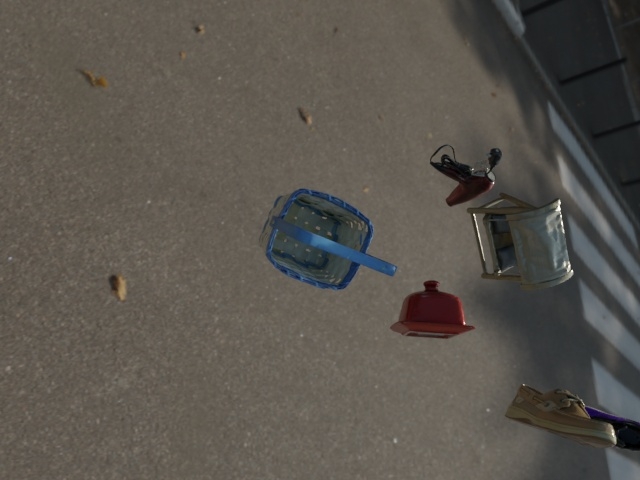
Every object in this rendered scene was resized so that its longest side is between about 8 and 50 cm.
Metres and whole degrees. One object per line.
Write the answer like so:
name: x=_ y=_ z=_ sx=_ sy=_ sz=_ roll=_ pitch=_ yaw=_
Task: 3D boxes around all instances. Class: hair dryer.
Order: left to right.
hair dryer: x=0.467 y=-0.216 z=2.093 sx=0.293 sy=0.224 sz=0.080 roll=87 pitch=11 yaw=-52

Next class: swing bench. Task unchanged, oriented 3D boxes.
swing bench: x=0.616 y=0.002 z=1.957 sx=0.165 sy=0.255 sz=0.253 roll=-25 pitch=109 yaw=-21

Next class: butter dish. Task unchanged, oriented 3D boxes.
butter dish: x=0.233 y=0.142 z=1.332 sx=0.160 sy=0.160 sz=0.118 roll=96 pitch=-3 yaw=-76

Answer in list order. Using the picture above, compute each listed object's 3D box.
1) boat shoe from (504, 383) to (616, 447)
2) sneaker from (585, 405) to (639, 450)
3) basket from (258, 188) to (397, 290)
boat shoe: x=0.563 y=0.405 z=1.505 sx=0.122 sy=0.341 sz=0.110 roll=25 pitch=78 yaw=-16
sneaker: x=0.861 y=0.570 z=1.923 sx=0.146 sy=0.293 sz=0.102 roll=29 pitch=70 yaw=-74
basket: x=0.000 y=0.000 z=1.384 sx=0.255 sy=0.289 sz=0.201 roll=24 pitch=94 yaw=-29
